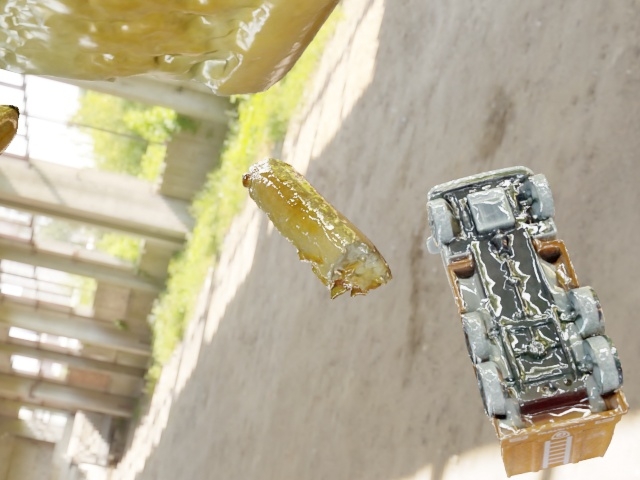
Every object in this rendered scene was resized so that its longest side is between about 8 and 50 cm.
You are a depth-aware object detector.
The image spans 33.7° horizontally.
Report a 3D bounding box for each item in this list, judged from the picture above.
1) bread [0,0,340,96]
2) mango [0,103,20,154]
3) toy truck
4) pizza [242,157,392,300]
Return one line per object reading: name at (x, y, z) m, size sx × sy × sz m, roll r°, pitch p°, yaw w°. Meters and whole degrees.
bread at (-0.044, -0.152, 0.326) m, size 0.169 × 0.140 × 0.160 m, roll 140°, pitch 127°, yaw -63°
mango at (-0.404, -0.115, 1.234) m, size 0.127 × 0.063 × 0.077 m, roll -39°, pitch 8°, yaw -25°
toy truck at (0.259, 0.104, 1.392) m, size 0.207 × 0.173 × 0.387 m, roll 76°, pitch -178°, yaw -54°
pizza at (0.000, 0.000, 0.918) m, size 0.062 × 0.161 × 0.182 m, roll -47°, pitch 50°, yaw 1°
